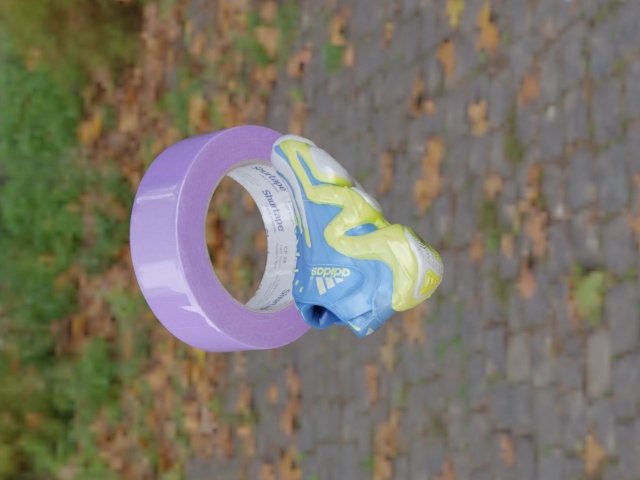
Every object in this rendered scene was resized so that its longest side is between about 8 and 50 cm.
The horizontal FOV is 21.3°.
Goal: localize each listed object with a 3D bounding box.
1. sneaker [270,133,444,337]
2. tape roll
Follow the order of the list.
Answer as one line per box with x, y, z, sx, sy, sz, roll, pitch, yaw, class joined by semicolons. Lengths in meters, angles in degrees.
0.000;0.000;1.536;0.126;0.091;0.240;-47;46;0;sneaker
-0.102;-0.001;2.096;0.090;0.275;0.274;-7;79;44;tape roll
